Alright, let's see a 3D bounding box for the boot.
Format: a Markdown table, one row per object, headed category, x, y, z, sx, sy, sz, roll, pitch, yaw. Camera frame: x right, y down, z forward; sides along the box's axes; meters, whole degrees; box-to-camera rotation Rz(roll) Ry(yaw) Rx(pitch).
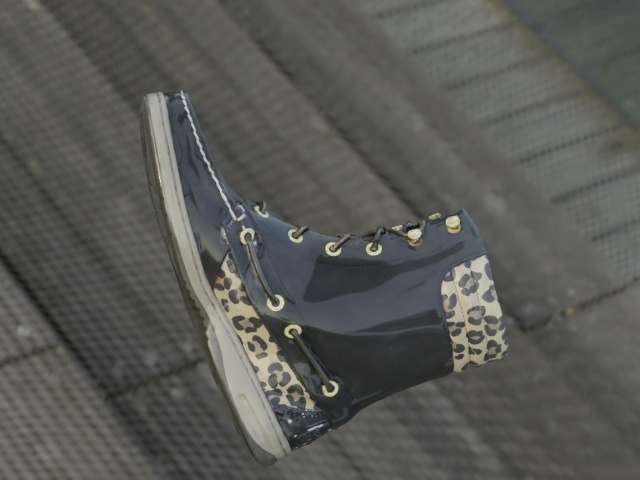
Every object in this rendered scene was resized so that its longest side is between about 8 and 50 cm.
| category | x | y | z | sx | sy | sz | roll | pitch | yaw |
| --- | --- | --- | --- | --- | --- | --- | --- | --- | --- |
| boot | 0.000 | 0.001 | 1.121 | 0.179 | 0.085 | 0.236 | -20 | 98 | -6 |
